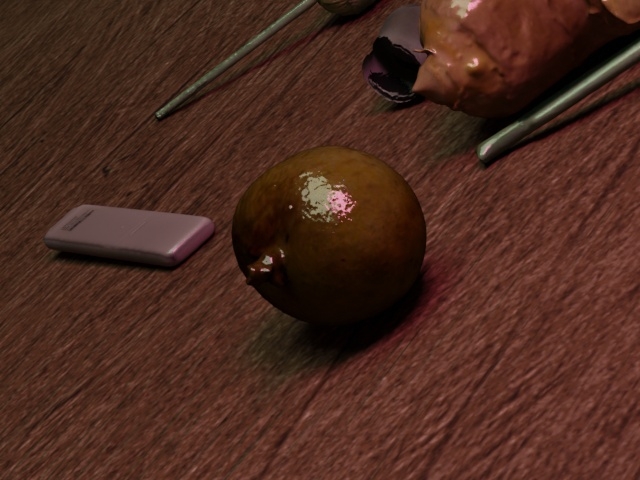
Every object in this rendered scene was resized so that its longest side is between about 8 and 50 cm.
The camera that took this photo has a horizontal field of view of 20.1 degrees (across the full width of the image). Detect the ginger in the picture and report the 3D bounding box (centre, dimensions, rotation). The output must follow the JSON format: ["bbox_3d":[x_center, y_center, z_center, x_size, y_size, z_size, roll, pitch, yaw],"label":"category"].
[{"bbox_3d":[0.191,-0.205,1.625,0.267,0.138,0.152,-30,13,-2],"label":"ginger"}]

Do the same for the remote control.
[{"bbox_3d":[-0.198,-0.004,1.846,0.067,0.029,0.261,-43,27,-27],"label":"remote control"}]

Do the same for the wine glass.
[{"bbox_3d":[0.112,-0.218,1.831,0.079,0.079,0.195,-12,28,38],"label":"wine glass"}]

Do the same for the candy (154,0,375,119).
[{"bbox_3d":[-0.064,-0.243,2.129,0.335,0.092,0.093,-35,58,11],"label":"candy"}]

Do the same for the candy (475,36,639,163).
[{"bbox_3d":[0.316,-0.192,1.527,0.440,0.119,0.119,-34,21,15],"label":"candy"}]

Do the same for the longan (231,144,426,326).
[{"bbox_3d":[0.000,0.000,1.421,0.176,0.145,0.155,-20,-8,-40],"label":"longan"}]
